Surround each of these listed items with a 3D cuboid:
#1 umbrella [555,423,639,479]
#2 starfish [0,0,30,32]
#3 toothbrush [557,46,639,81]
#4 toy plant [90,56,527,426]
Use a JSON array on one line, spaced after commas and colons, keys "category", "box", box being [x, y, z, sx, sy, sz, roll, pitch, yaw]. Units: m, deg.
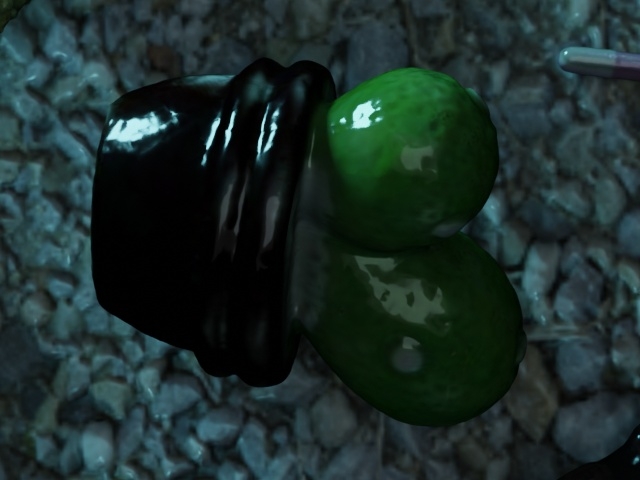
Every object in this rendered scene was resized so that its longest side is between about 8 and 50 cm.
[{"category": "umbrella", "box": [0.166, 0.155, 1.064, 0.326, 0.094, 0.090, -37, 89, 2]}, {"category": "starfish", "box": [-0.167, -0.273, 1.079, 0.347, 0.078, 0.358, -29, 77, 5]}, {"category": "toothbrush", "box": [0.279, -0.086, 1.100, 0.286, 0.020, 0.025, 9, 81, 0]}, {"category": "toy plant", "box": [0.000, 0.000, 1.030, 0.235, 0.175, 0.218, 9, 131, 7]}]
